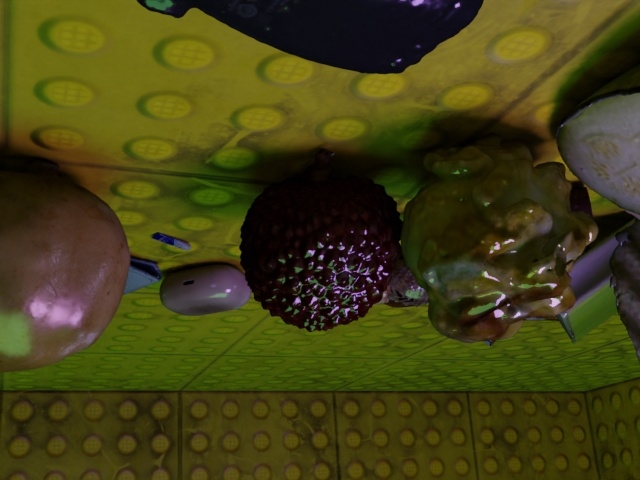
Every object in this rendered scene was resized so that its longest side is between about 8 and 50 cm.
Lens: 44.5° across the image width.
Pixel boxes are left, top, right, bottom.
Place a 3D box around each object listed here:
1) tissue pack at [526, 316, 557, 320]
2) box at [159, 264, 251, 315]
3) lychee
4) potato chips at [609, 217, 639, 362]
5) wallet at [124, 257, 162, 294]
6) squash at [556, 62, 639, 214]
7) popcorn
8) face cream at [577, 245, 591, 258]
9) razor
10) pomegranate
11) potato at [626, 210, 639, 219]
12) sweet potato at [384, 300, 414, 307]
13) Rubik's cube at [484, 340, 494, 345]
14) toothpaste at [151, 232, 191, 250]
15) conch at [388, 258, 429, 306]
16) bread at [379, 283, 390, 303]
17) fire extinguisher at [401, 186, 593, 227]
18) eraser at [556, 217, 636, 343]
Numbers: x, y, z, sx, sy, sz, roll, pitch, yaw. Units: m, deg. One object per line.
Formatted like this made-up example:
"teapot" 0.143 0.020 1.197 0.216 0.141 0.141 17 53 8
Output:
"tissue pack" 0.494 0.139 1.852 0.183 0.092 0.226 14 168 -31
"box" -0.251 0.110 1.706 0.200 0.088 0.146 -10 158 19
"lychee" 0.000 0.000 1.244 0.264 0.300 0.264 4 -161 -1
"potato chips" 0.678 0.052 1.298 0.373 0.390 0.097 -19 149 19
"wallet" -0.505 0.060 1.583 0.251 0.054 0.290 -17 151 23
"squash" 0.439 -0.119 1.031 0.233 0.210 0.309 42 139 -14
"popcorn" 0.265 -0.011 1.192 0.311 0.313 0.312 -3 160 -1
"face cream" 0.504 0.036 1.620 0.101 0.102 0.345 -18 157 33
"razor" -0.008 -0.251 0.733 0.326 0.107 0.189 10 155 -32
"pomegranate" -0.450 0.035 1.159 0.332 0.333 0.332 -3 160 -1
"potato" 0.621 -0.072 1.192 0.264 0.190 0.211 34 172 -34
"sweet potato" 0.271 0.121 1.882 0.264 0.058 0.057 -16 157 26
"Rubik's cube" 0.336 0.104 1.619 0.151 0.154 0.155 33 168 18
"toothpaste" -0.289 0.002 1.515 0.024 0.015 0.083 -28 145 33
"conch" 0.216 0.066 1.699 0.207 0.130 0.155 -51 168 35
"bread" 0.046 0.082 1.638 0.244 0.123 0.190 -21 152 37
"fire extinguisher" 0.310 -0.034 1.413 0.341 0.105 0.142 -8 120 14
"eraser" 0.584 0.077 1.570 0.274 0.092 0.210 -38 147 3
